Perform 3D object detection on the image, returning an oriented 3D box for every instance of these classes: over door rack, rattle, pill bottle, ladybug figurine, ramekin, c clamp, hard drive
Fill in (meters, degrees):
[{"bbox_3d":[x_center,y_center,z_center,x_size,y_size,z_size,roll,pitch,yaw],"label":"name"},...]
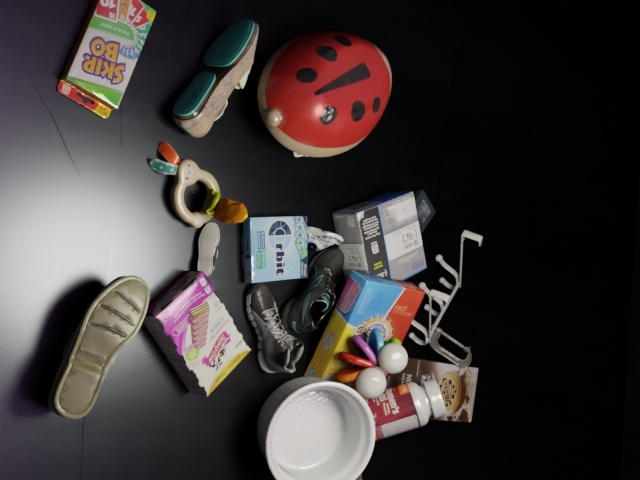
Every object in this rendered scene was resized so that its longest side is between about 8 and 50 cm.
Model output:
[{"bbox_3d":[0.335,0.129,2.239,0.239,0.108,0.324,-57,167,-27],"label":"over door rack"},{"bbox_3d":[-0.266,-0.119,1.709,0.130,0.143,0.199,-33,120,-19],"label":"rattle"},{"bbox_3d":[0.213,0.447,2.096,0.221,0.121,0.121,-18,107,-1],"label":"pill bottle"},{"bbox_3d":[0.030,-0.372,1.936,0.449,0.162,0.305,-40,103,-42],"label":"ladybug figurine"},{"bbox_3d":[-0.020,0.462,1.903,0.277,0.135,0.277,-2,95,-22],"label":"ramekin"},{"bbox_3d":[0.386,0.304,2.341,0.137,0.161,0.022,-38,161,-52],"label":"c clamp"},{"bbox_3d":[0.284,-0.071,2.324,0.135,0.022,0.094,-53,125,-30],"label":"hard drive"}]

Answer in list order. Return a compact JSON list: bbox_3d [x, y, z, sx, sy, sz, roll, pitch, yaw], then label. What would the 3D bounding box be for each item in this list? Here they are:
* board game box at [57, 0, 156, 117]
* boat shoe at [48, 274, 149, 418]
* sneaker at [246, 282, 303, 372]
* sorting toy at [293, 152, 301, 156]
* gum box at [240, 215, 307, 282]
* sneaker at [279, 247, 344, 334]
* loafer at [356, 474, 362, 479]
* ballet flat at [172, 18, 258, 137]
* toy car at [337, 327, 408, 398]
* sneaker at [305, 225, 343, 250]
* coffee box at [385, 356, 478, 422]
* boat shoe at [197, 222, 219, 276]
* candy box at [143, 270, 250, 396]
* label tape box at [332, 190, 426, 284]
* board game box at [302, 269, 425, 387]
[{"bbox_3d":[-0.434,-0.389,1.609,0.124,0.039,0.259,30,73,-40],"label":"board game box"},{"bbox_3d":[-0.447,0.201,1.556,0.113,0.103,0.302,38,65,-24],"label":"boat shoe"},{"bbox_3d":[-0.096,0.211,1.879,0.086,0.132,0.228,-23,107,-42],"label":"sneaker"},{"bbox_3d":[-0.041,-0.248,1.997,0.083,0.045,0.075,-8,116,-44],"label":"sorting toy"},{"bbox_3d":[-0.111,0.019,1.925,0.184,0.041,0.157,-3,92,-45],"label":"gum box"},{"bbox_3d":[0.004,0.131,1.998,0.101,0.106,0.267,49,57,-32],"label":"sneaker"},{"bbox_3d":[0.046,0.545,2.060,0.102,0.092,0.268,20,61,-46],"label":"loafer"},{"bbox_3d":[-0.226,-0.360,1.781,0.316,0.108,0.106,-57,147,-21],"label":"ballet flat"},{"bbox_3d":[0.117,0.296,1.955,0.136,0.159,0.182,45,80,-8],"label":"toy car"},{"bbox_3d":[0.000,0.000,2.036,0.135,0.052,0.058,15,90,-36],"label":"sneaker"},{"bbox_3d":[0.322,0.434,2.303,0.297,0.119,0.168,15,81,-44],"label":"coffee box"},{"bbox_3d":[-0.253,0.023,1.788,0.046,0.038,0.125,4,80,-3],"label":"boat shoe"},{"bbox_3d":[-0.274,0.205,1.748,0.159,0.071,0.233,-46,122,-34],"label":"candy box"},{"bbox_3d":[0.174,0.054,2.161,0.241,0.106,0.333,-22,106,-41],"label":"label tape box"},{"bbox_3d":[0.116,0.246,2.055,0.242,0.064,0.316,13,105,-44],"label":"board game box"}]
